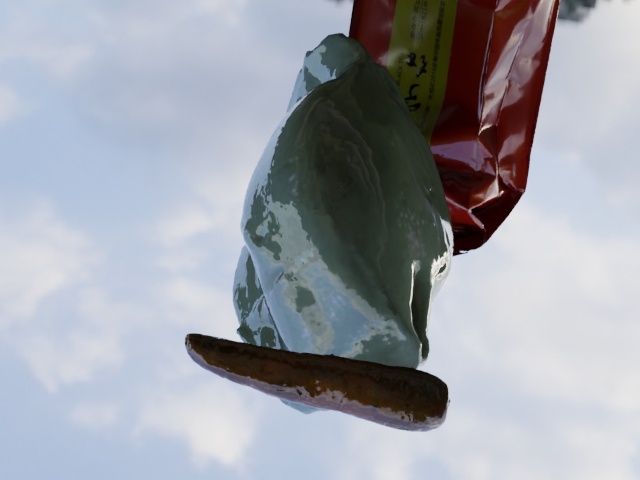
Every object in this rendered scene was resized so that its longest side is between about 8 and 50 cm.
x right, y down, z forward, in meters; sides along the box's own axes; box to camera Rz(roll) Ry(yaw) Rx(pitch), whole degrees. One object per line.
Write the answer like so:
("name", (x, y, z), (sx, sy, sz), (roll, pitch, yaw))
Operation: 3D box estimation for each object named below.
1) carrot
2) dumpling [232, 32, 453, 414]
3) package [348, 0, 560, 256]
("carrot", (-0.003, 0.098, 1.158), (0.191, 0.047, 0.047), (11, -145, -1))
("dumpling", (0.026, -0.001, 1.558), (0.212, 0.270, 0.320), (18, -137, 4))
("package", (0.128, -0.193, 1.709), (0.196, 0.423, 0.123), (18, -162, 36))
